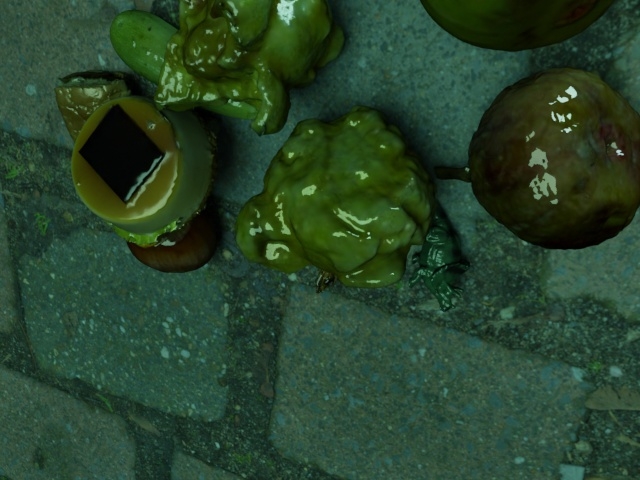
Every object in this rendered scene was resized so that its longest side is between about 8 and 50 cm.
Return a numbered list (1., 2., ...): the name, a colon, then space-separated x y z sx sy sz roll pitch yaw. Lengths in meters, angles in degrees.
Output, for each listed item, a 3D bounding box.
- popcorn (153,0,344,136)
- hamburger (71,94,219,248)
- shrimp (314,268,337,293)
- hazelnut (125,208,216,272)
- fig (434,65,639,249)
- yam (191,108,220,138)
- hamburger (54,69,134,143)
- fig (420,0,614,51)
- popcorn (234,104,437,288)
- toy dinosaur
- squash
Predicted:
1. popcorn: -0.113 -0.333 1.073 0.321 0.290 0.325 -43 68 48
2. hamburger: -0.343 -0.146 1.211 0.276 0.179 0.294 42 101 13
3. shrimp: -0.001 0.001 1.306 0.133 0.053 0.236 12 112 14
4. hazelnut: -0.337 -0.011 1.380 0.214 0.176 0.214 20 139 19
5. fig: 0.332 -0.131 1.024 0.369 0.286 0.286 7 122 62
6. yam: -0.285 -0.247 1.304 0.127 0.084 0.084 26 120 13
7. hamburger: -0.482 -0.263 1.353 0.155 0.135 0.207 14 120 20
8. fig: 0.264 -0.442 0.848 0.343 0.343 0.343 9 116 20
9. popcorn: 0.032 -0.077 1.097 0.334 0.292 0.293 2 113 36
10. toy dinosaur: 0.208 -0.002 1.202 0.120 0.079 0.292 -23 89 25
11. squash: -0.265 -0.337 1.235 0.370 0.118 0.118 34 122 2
